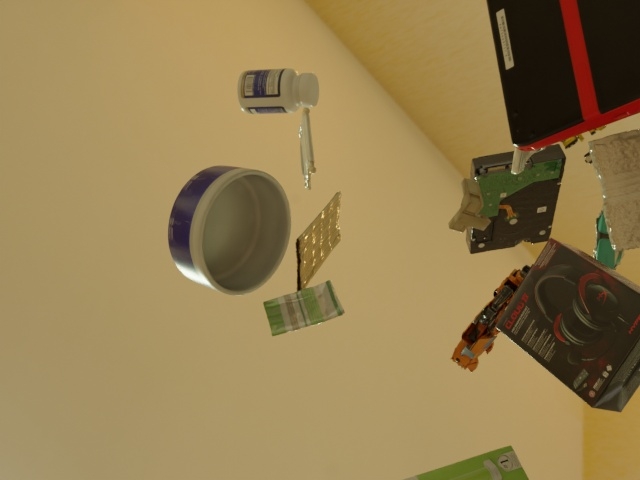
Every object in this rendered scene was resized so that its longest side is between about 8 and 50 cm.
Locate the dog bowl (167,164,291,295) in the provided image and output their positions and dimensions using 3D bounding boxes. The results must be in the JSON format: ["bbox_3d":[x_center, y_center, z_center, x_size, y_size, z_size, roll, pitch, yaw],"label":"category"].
[{"bbox_3d":[-0.186,-0.024,1.457,0.265,0.104,0.264,-19,-65,-47],"label":"dog bowl"}]

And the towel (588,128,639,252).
[{"bbox_3d":[0.574,-0.095,1.066,0.049,0.283,0.187,-1,-101,-82],"label":"towel"}]

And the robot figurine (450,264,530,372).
[{"bbox_3d":[0.439,0.188,1.718,0.085,0.291,0.211,39,-141,16],"label":"robot figurine"}]

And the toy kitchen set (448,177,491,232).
[{"bbox_3d":[0.310,-0.067,1.425,0.068,0.083,0.075,15,-135,-16],"label":"toy kitchen set"}]

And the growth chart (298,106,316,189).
[{"bbox_3d":[-0.032,-0.197,1.561,0.237,0.021,0.171,123,141,-83],"label":"growth chart"}]

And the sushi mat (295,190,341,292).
[{"bbox_3d":[0.000,0.000,1.726,0.316,0.019,0.151,-52,-36,-58],"label":"sushi mat"}]

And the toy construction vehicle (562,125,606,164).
[{"bbox_3d":[0.590,-0.214,1.512,0.035,0.098,0.085,2,-126,-56],"label":"toy construction vehicle"}]

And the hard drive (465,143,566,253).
[{"bbox_3d":[0.522,-0.106,1.891,0.338,0.237,0.064,79,-179,-50],"label":"hard drive"}]

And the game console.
[{"bbox_3d":[0.404,-0.364,1.060,0.060,0.342,0.386,-1,-101,-33],"label":"game console"}]

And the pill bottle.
[{"bbox_3d":[-0.104,-0.376,1.747,0.112,0.187,0.111,3,-90,-71],"label":"pill bottle"}]

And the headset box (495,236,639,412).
[{"bbox_3d":[0.491,0.147,1.320,0.110,0.293,0.218,17,-72,-37],"label":"headset box"}]

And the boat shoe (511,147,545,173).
[{"bbox_3d":[0.465,-0.227,1.505,0.066,0.063,0.184,48,-119,-75],"label":"boat shoe"}]

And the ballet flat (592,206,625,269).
[{"bbox_3d":[0.726,-0.029,1.720,0.077,0.091,0.240,-54,-27,-42],"label":"ballet flat"}]

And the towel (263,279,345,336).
[{"bbox_3d":[-0.036,0.135,1.408,0.113,0.152,0.023,-115,10,-57],"label":"towel"}]

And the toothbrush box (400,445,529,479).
[{"bbox_3d":[0.258,0.516,1.245,0.283,0.122,0.206,-7,-124,-29],"label":"toothbrush box"}]
